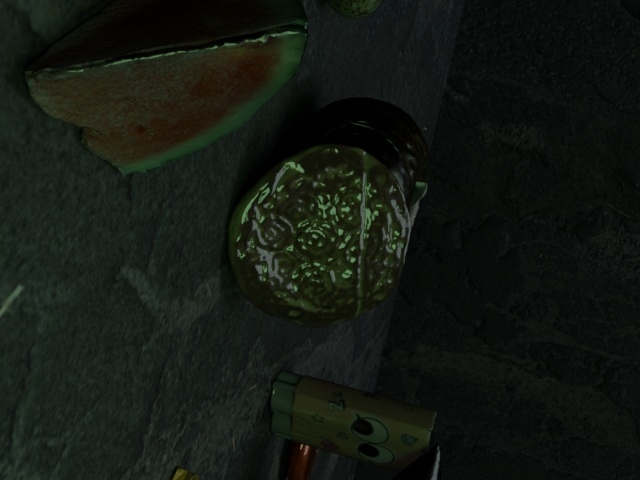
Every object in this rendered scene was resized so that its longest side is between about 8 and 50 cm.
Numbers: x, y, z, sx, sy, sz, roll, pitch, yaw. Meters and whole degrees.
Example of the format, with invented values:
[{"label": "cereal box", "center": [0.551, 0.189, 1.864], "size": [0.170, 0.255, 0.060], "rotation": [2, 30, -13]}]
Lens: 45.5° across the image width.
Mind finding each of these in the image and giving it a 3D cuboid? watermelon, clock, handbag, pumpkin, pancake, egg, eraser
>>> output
[{"label": "watermelon", "center": [-0.100, -0.114, 0.561], "size": [0.202, 0.207, 0.136], "rotation": [-48, 126, -33]}, {"label": "clock", "center": [-0.032, 0.442, 1.678], "size": [0.205, 0.051, 0.205], "rotation": [14, 90, -79]}, {"label": "handbag", "center": [-0.183, 0.334, 0.964], "size": [0.061, 0.027, 0.083], "rotation": [88, 23, -53]}, {"label": "pumpkin", "center": [0.047, -0.060, 1.144], "size": [0.320, 0.192, 0.320], "rotation": [19, 90, -77]}, {"label": "pancake", "center": [0.000, 0.000, 0.976], "size": [0.031, 0.250, 0.250], "rotation": [-128, -135, -64]}, {"label": "egg", "center": [0.048, -0.361, 1.080], "size": [0.110, 0.085, 0.085], "rotation": [-90, -179, -45]}, {"label": "eraser", "center": [0.057, 0.333, 1.397], "size": [0.087, 0.291, 0.171], "rotation": [-65, 164, -45]}]

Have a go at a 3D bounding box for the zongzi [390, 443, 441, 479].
[{"label": "zongzi", "center": [0.118, 0.539, 1.278], "size": [0.383, 0.319, 0.362], "rotation": [-87, -158, -60]}]
